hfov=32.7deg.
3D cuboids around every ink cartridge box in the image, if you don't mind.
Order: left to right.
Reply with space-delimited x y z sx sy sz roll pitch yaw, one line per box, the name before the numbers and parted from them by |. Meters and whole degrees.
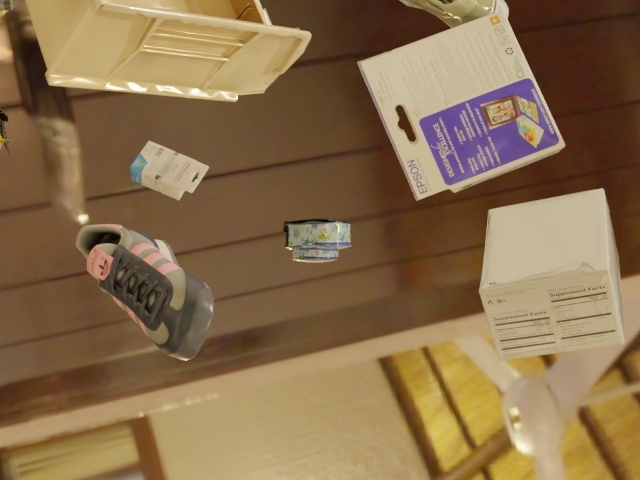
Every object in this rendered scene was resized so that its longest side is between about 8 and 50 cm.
ink cartridge box | -0.181 -0.081 1.318 0.028 0.083 0.048 100 16 -55
ink cartridge box | 0.179 -0.173 1.415 0.045 0.208 0.206 90 -20 -76

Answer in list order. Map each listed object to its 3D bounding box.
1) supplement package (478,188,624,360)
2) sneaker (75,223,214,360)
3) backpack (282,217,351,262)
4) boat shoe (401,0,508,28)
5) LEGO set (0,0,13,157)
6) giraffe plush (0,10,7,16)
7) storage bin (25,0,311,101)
supplement package | 0.384 0.052 1.802 0.262 0.204 0.145 -71 145 -56
sneaker | -0.244 0.063 1.455 0.112 0.131 0.319 -64 -149 4
backpack | 0.000 0.000 2.076 0.105 0.114 0.084 0 85 -63
boat shoe | 0.162 -0.383 1.565 0.094 0.109 0.302 36 9 -40
LEGO set | -0.460 -0.265 1.311 0.255 0.192 0.331 24 -55 54
giraffe plush | -0.512 -0.364 1.545 0.210 0.181 0.170 66 6 -59
storage bin | -0.167 -0.281 1.076 0.123 0.260 0.262 -42 -118 39
